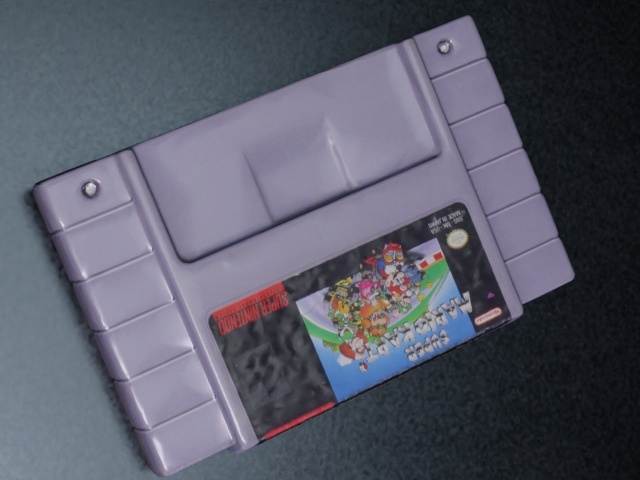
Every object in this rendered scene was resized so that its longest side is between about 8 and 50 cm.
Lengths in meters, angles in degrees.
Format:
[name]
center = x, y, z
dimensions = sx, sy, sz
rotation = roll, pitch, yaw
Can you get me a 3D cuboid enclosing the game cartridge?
[game cartridge]
center = 0.000, 0.000, 1.034
dimensions = 0.355, 0.068, 0.230
rotation = -24, 90, -20
